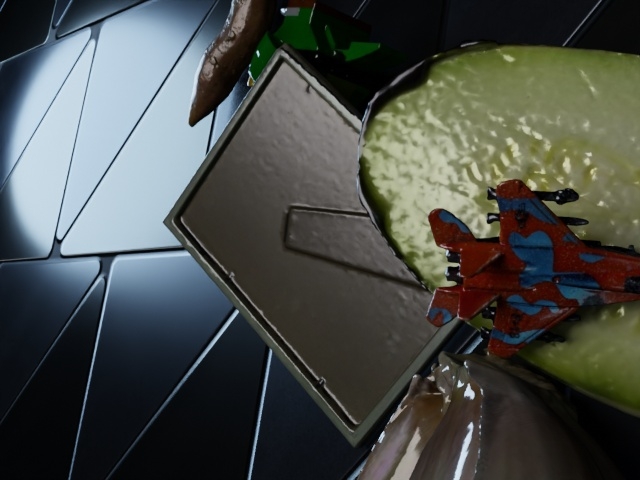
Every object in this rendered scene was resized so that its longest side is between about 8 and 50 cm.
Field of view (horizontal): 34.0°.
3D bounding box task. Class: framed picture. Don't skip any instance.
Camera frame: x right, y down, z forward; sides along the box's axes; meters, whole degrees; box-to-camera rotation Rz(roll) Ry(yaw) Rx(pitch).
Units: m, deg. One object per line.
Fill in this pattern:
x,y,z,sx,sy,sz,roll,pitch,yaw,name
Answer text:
0.000,0.000,0.898,0.289,0.020,0.211,47,115,25,framed picture

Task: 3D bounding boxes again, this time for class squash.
0.138,-0.024,0.718,0.204,0.155,0.237,10,83,54,squash

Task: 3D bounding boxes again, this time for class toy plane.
0.163,0.018,0.663,0.061,0.189,0.130,-94,2,-63,toy plane

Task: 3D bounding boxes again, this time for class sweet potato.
-0.093,-0.218,1.157,0.065,0.051,0.218,42,110,46,sweet potato

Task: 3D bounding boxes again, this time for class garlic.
0.084,0.195,0.656,0.237,0.210,0.292,2,69,45,garlic

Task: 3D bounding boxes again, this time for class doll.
-0.014,-0.135,0.982,0.186,0.106,0.134,-55,49,21,doll
